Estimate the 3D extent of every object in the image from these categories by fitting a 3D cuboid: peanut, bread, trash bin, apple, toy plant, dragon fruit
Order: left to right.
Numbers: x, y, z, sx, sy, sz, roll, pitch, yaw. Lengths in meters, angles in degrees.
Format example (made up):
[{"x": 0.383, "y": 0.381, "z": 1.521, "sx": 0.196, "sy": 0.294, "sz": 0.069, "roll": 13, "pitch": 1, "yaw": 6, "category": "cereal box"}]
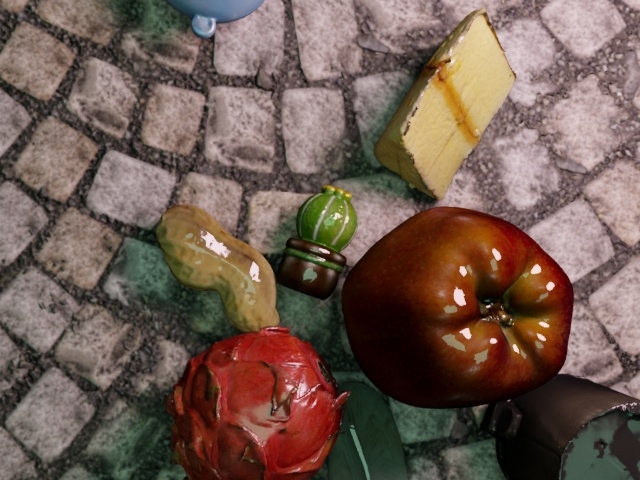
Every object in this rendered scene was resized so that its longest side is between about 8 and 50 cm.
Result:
[{"x": -0.142, "y": 0.040, "z": 1.415, "sx": 0.229, "sy": 0.098, "sz": 0.103, "roll": 40, "pitch": 128, "yaw": -1, "category": "peanut"}, {"x": -0.092, "y": 0.239, "z": 1.352, "sx": 0.252, "sy": 0.241, "sz": 0.241, "roll": -38, "pitch": 92, "yaw": -16, "category": "dragon fruit"}, {"x": 0.000, "y": 0.000, "z": 1.428, "sx": 0.092, "sy": 0.093, "sz": 0.162, "roll": 21, "pitch": 87, "yaw": -3, "category": "toy plant"}, {"x": 0.192, "y": -0.192, "z": 1.404, "sx": 0.135, "sy": 0.178, "sz": 0.240, "roll": 34, "pitch": 85, "yaw": -1, "category": "bread"}, {"x": 0.185, "y": 0.094, "z": 1.342, "sx": 0.288, "sy": 0.317, "sz": 0.288, "roll": 0, "pitch": 89, "yaw": -21, "category": "apple"}, {"x": 0.370, "y": 0.298, "z": 1.342, "sx": 0.252, "sy": 0.301, "sz": 0.203, "roll": 23, "pitch": 87, "yaw": -4, "category": "trash bin"}]

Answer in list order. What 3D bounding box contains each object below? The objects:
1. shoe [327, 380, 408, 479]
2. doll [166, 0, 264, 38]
[{"x": 0.061, "y": 0.332, "z": 1.430, "sx": 0.103, "sy": 0.100, "sz": 0.251, "roll": -2, "pitch": 70, "yaw": -44, "category": "shoe"}, {"x": -0.146, "y": -0.440, "z": 1.404, "sx": 0.177, "sy": 0.141, "sz": 0.314, "roll": 8, "pitch": 85, "yaw": -8, "category": "doll"}]
